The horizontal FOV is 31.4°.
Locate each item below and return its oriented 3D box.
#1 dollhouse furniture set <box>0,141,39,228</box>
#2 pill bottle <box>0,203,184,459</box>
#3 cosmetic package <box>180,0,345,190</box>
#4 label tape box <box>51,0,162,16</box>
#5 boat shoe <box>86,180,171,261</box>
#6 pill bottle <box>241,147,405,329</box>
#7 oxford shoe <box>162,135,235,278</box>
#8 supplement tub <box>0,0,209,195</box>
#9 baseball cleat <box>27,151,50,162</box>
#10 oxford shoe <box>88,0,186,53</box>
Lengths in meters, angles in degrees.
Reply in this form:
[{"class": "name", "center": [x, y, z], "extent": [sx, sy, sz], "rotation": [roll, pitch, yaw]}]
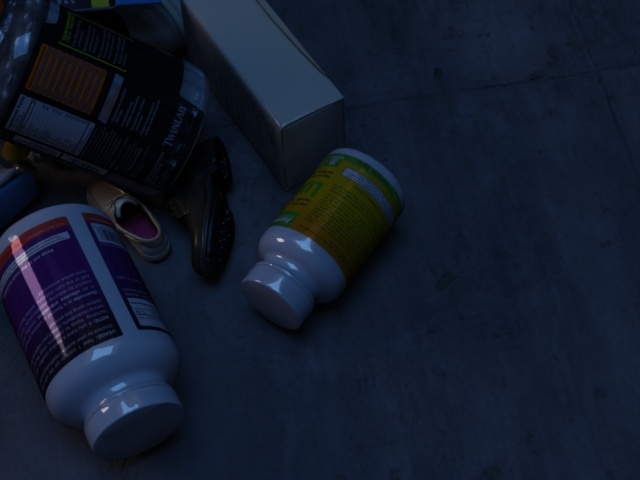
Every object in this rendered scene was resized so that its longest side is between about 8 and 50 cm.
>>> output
[{"class": "dollhouse furniture set", "center": [-0.609, -0.111, 1.620], "extent": [0.286, 0.198, 0.303], "rotation": [28, 57, 26]}, {"class": "pill bottle", "center": [-0.300, 0.119, 1.490], "extent": [0.181, 0.181, 0.323], "rotation": [-24, 60, -13]}, {"class": "cosmetic package", "center": [-0.089, -0.247, 1.729], "extent": [0.113, 0.160, 0.309], "rotation": [-29, 62, -16]}, {"class": "label tape box", "center": [-0.430, -0.451, 1.687], "extent": [0.347, 0.115, 0.249], "rotation": [-9, 94, -19]}, {"class": "boat shoe", "center": [-0.282, -0.041, 1.662], "extent": [0.170, 0.059, 0.063], "rotation": [39, 66, 22]}, {"class": "pill bottle", "center": [0.000, 0.000, 1.582], "extent": [0.136, 0.136, 0.246], "rotation": [29, 63, 18]}, {"class": "oxford shoe", "center": [-0.180, -0.040, 1.658], "extent": [0.096, 0.083, 0.227], "rotation": [-14, 55, 14]}, {"class": "supplement tub", "center": [-0.345, -0.211, 1.609], "extent": [0.338, 0.207, 0.207], "rotation": [23, 55, -22]}, {"class": "baseball cleat", "center": [-0.389, -0.206, 1.764], "extent": [0.206, 0.072, 0.109], "rotation": [-39, 58, -24]}, {"class": "oxford shoe", "center": [-0.404, -0.442, 1.822], "extent": [0.449, 0.169, 0.130], "rotation": [42, 74, 3]}]
